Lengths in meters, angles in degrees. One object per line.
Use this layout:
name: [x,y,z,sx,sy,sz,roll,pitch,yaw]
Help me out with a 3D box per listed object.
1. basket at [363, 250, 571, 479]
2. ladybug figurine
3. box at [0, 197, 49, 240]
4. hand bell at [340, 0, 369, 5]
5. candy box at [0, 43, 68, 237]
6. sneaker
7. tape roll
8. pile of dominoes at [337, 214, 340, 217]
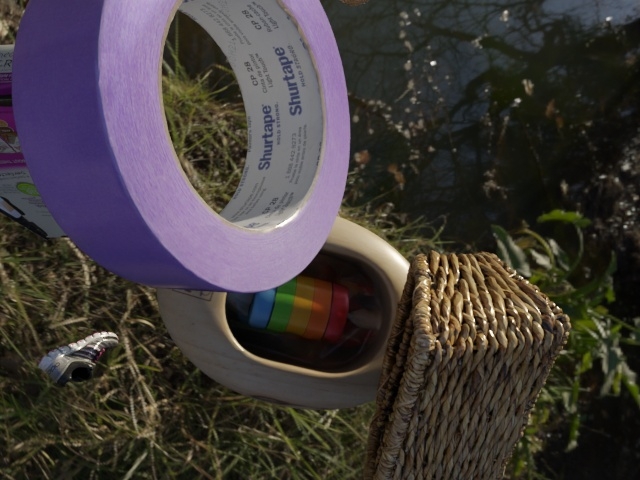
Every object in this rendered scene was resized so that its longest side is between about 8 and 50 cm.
basket: [0.132,0.168,0.770,0.223,0.213,0.299,-5,123,-25]
ladybug figurine: [-0.044,0.104,0.953,0.449,0.162,0.305,18,82,-10]
box: [-0.562,-0.146,1.020,0.087,0.169,0.290,-37,137,7]
hand bell: [0.112,-0.452,0.977,0.126,0.242,0.126,-10,116,-22]
candy box: [-0.258,-0.086,0.590,0.233,0.159,0.071,73,21,-60]
sneaker: [-0.451,0.231,1.135,0.075,0.063,0.170,52,26,10]
tape roll: [-0.082,-0.098,0.458,0.275,0.090,0.275,2,88,-57]
pile of dominoes: [0.000,0.000,1.191,0.196,0.040,0.251,-77,148,-46]
